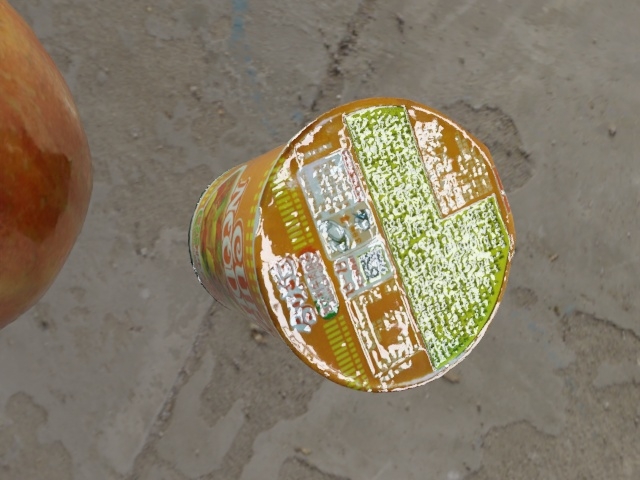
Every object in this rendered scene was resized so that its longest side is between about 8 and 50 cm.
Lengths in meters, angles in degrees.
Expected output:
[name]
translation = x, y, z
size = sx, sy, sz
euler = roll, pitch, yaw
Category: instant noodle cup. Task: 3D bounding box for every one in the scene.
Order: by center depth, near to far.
[instant noodle cup]
translation = 0.000, 0.000, 0.566
size = 0.185, 0.168, 0.168
euler = 4, 107, 63

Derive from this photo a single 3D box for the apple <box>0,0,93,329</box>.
[apple]
translation = -0.303, -0.058, 0.525
size = 0.302, 0.301, 0.301
euler = 4, 103, 19
